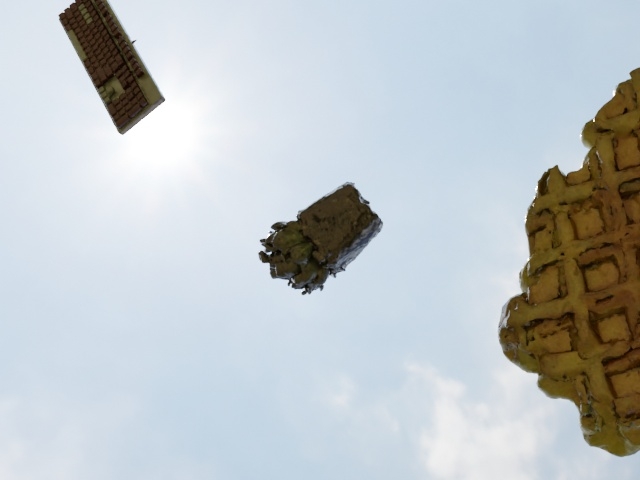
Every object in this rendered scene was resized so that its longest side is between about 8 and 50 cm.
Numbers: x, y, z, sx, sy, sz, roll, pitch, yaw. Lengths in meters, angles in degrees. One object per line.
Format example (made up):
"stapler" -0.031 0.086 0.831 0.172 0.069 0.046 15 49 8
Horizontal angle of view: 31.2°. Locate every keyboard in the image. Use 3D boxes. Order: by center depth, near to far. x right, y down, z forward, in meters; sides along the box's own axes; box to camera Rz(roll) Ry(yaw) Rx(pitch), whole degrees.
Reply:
"keyboard" -0.189 -0.167 1.027 0.055 0.017 0.166 -37 -124 7

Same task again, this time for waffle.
"waffle" 0.236 0.020 0.695 0.245 0.052 0.254 27 -92 30

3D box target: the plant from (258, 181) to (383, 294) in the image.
"plant" 0.000 0.000 1.298 0.143 0.094 0.092 -37 -98 1
